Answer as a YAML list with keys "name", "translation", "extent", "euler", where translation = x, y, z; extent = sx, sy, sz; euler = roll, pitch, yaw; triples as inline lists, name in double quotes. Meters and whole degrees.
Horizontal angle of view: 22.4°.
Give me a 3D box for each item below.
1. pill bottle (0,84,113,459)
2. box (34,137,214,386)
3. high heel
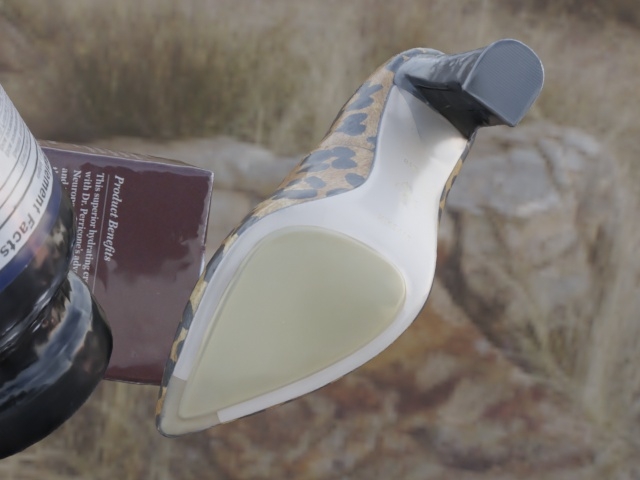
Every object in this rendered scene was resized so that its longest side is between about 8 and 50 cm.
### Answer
- name: "pill bottle"
  translation: [-0.168, -0.020, 0.605]
  extent: [0.123, 0.219, 0.122]
  euler: [-17, 36, 13]
- name: "box"
  translation: [-0.203, 0.009, 1.245]
  extent: [0.203, 0.168, 0.167]
  euler: [8, 4, -15]
- name: "high heel"
  translation: [0.000, 0.000, 0.852]
  extent: [0.093, 0.261, 0.186]
  euler: [45, -9, -10]
